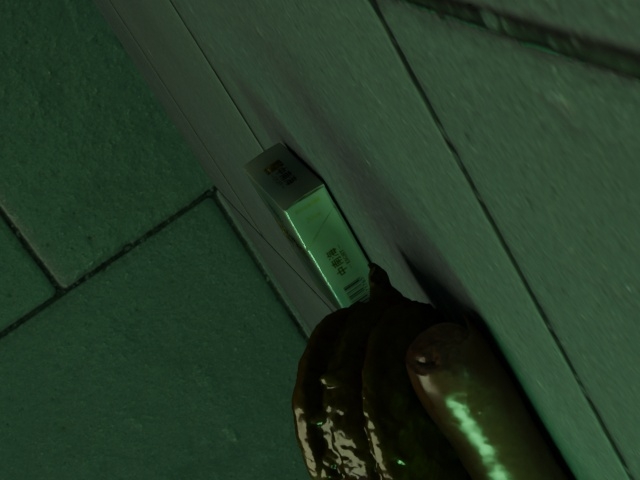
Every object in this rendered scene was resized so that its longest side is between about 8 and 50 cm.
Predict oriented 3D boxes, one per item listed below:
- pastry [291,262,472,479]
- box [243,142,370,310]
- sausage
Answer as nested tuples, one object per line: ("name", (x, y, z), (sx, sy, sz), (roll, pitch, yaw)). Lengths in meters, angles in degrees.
("pastry", (0.088, 0.174, 1.307), (0.132, 0.235, 0.240), (-3, 122, 37))
("box", (0.000, 0.000, 1.660), (0.243, 0.067, 0.155), (58, 172, -33))
("sausage", (0.211, 0.252, 1.271), (0.419, 0.094, 0.094), (57, -146, -23))
